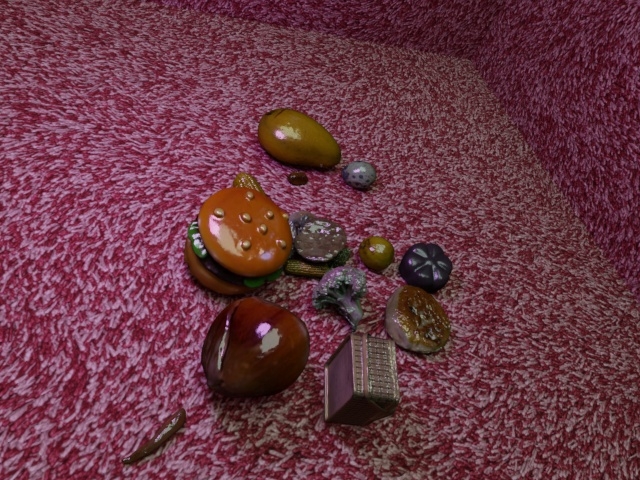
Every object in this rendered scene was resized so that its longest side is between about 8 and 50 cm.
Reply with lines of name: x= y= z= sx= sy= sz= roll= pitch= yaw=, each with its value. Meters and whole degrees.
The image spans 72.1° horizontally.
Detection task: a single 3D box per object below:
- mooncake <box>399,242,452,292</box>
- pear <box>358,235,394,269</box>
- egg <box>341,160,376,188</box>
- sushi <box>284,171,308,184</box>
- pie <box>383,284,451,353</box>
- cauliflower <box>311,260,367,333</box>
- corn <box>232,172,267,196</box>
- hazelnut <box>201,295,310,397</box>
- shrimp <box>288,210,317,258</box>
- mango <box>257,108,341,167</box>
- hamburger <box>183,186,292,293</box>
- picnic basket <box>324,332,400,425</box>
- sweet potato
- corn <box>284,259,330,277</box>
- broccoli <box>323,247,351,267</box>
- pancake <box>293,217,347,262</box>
mooncake: x=0.484 y=0.122 z=2.013 sx=0.245 sy=0.133 sz=0.245 roll=7 pitch=57 yaw=-10
pear: x=0.251 y=0.054 z=1.956 sx=0.162 sy=0.149 sz=0.149 roll=24 pitch=49 yaw=-10
egg: x=0.195 y=-0.336 z=2.236 sx=0.182 sy=0.141 sz=0.141 roll=6 pitch=52 yaw=-7
sushi: x=-0.115 y=-0.307 z=2.146 sx=0.120 sy=0.052 sz=0.055 roll=-11 pitch=41 yaw=-25
pie: x=0.412 y=0.333 z=1.846 sx=0.315 sy=0.092 sz=0.315 roll=12 pitch=50 yaw=-15
cauliflower: x=0.106 y=0.231 z=1.752 sx=0.315 sy=0.239 sz=0.256 roll=66 pitch=17 yaw=8
corn: x=-0.276 y=-0.151 z=1.921 sx=0.120 sy=0.120 sz=0.363 roll=-19 pitch=66 yaw=-32
hazelnut: x=-0.207 y=0.354 z=1.434 sx=0.372 sy=0.372 sz=0.315 roll=-42 pitch=116 yaw=-39
shrimp: x=-0.104 y=-0.024 z=1.898 sx=0.164 sy=0.062 sz=0.317 roll=52 pitch=48 yaw=-8
mango: x=-0.096 y=-0.497 z=2.193 sx=0.445 sy=0.220 sz=0.301 roll=22 pitch=47 yaw=-9
hamburger: x=-0.302 y=0.002 z=1.639 sx=0.396 sy=0.277 sz=0.395 roll=18 pitch=53 yaw=-25
picnic basket: x=0.139 y=0.474 z=1.479 sx=0.175 sy=0.313 sz=0.228 roll=11 pitch=51 yaw=-13
sweet potato: x=-0.487 y=0.591 z=1.315 sx=0.050 sy=0.050 sz=0.214 roll=42 pitch=54 yaw=12
corn: x=-0.052 y=0.118 z=1.836 sx=0.207 sy=0.068 sz=0.068 roll=7 pitch=52 yaw=-18
broccoli: x=0.064 y=0.062 z=1.903 sx=0.130 sy=0.131 sz=0.120 roll=34 pitch=10 yaw=21
pancake: x=0.000 y=0.001 z=1.850 sx=0.222 sy=0.042 sz=0.236 roll=9 pitch=48 yaw=-1
